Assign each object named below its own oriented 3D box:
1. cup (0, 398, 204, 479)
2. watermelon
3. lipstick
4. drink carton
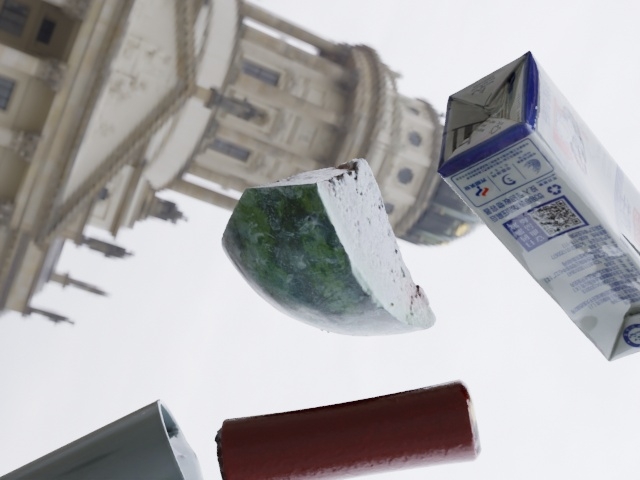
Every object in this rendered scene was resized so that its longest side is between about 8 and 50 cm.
[{"bbox_3d":[-0.311,0.370,1.404,0.312,0.206,0.205,-25,-148,-4],"label":"cup"},{"bbox_3d":[0.000,0.000,1.329,0.289,0.319,0.214,-4,-123,51],"label":"watermelon"},{"bbox_3d":[0.026,0.186,0.970,0.080,0.241,0.080,-10,90,-87],"label":"lipstick"},{"bbox_3d":[0.251,-0.026,1.049,0.106,0.315,0.131,-26,-147,34],"label":"drink carton"}]
